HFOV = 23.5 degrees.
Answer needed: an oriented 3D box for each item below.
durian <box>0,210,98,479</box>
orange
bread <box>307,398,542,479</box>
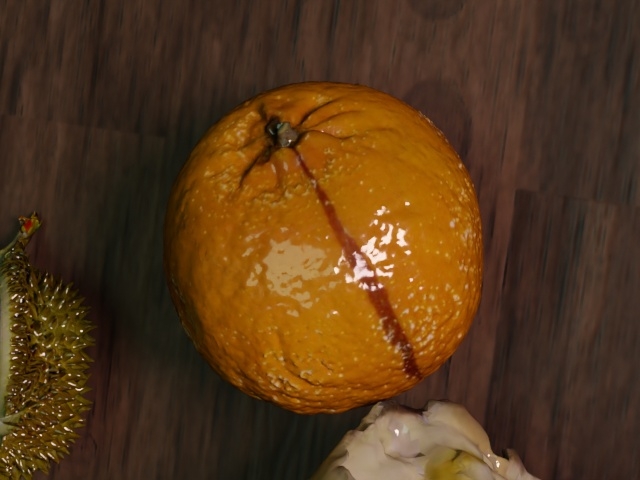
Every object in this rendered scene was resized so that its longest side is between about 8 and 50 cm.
[{"bbox_3d":[-0.206,0.079,1.035,0.146,0.102,0.208,-26,52,44],"label":"durian"},{"bbox_3d":[0.000,0.000,0.864,0.193,0.161,0.193,-11,56,17],"label":"orange"},{"bbox_3d":[0.048,0.333,0.801,0.394,0.250,0.361,-53,38,20],"label":"bread"}]
